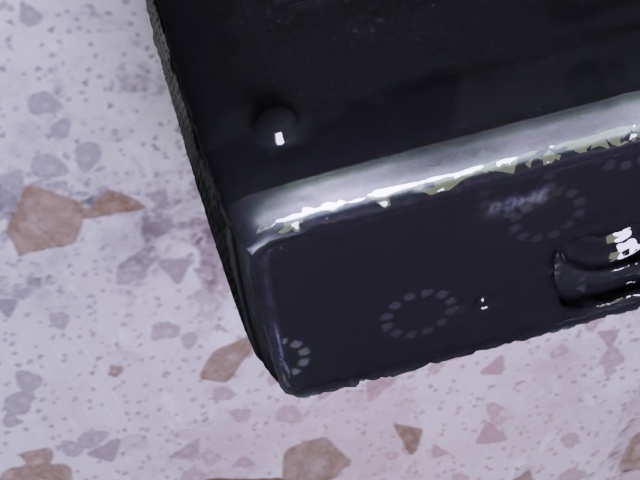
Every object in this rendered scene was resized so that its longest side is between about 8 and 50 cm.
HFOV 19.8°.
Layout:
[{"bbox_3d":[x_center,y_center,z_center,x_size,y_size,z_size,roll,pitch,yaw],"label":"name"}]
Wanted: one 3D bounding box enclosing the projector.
[{"bbox_3d":[0.084,-0.146,1.317,0.395,0.405,0.242,-16,143,-3],"label":"projector"}]
